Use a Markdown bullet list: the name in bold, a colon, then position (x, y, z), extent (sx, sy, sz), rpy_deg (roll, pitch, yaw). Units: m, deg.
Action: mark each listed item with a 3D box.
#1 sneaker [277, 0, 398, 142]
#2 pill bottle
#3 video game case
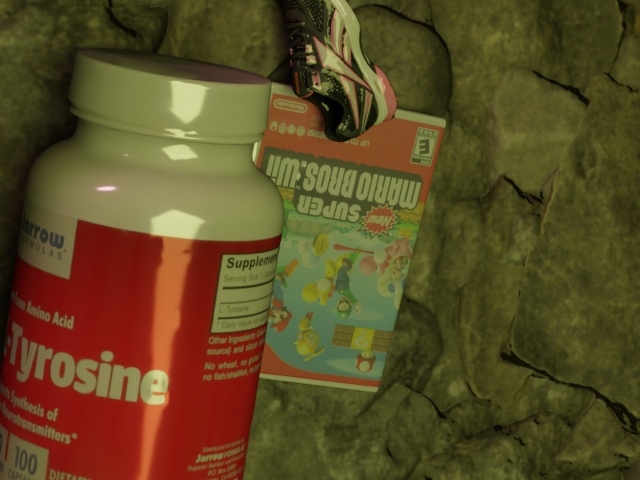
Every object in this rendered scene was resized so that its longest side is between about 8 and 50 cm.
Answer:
- **sneaker**: position (0.001, -0.169, 1.794), extent (0.077, 0.072, 0.178), rpy_deg (-40, 105, -24)
- **pill bottle**: position (-0.157, 0.046, 1.699), extent (0.229, 0.229, 0.408), rpy_deg (4, 101, -27)
- **video game case**: position (0.000, 0.000, 1.883), extent (0.204, 0.025, 0.285), rpy_deg (9, 99, -29)
